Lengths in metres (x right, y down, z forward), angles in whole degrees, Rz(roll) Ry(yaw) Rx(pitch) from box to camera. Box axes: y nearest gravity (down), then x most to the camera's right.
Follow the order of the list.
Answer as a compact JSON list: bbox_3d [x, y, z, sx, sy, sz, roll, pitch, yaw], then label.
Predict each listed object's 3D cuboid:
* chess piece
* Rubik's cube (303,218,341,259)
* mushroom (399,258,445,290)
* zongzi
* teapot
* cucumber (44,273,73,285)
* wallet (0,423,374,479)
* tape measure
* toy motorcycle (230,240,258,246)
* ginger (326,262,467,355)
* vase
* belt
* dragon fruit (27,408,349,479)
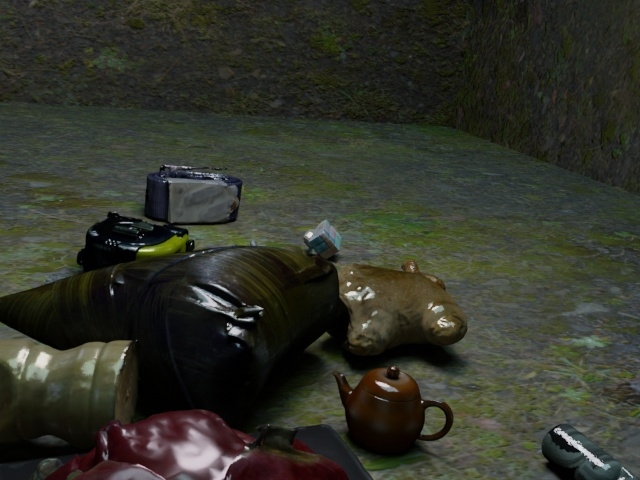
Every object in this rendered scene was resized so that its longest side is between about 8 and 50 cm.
[{"bbox_3d":[-0.372,0.174,0.970,0.301,0.137,0.137,5,18,-2],"label":"chess piece"},{"bbox_3d":[0.001,0.002,1.822,0.073,0.075,0.084,-33,6,20],"label":"Rubik's cube"},{"bbox_3d":[0.183,0.089,1.608,0.127,0.087,0.127,5,15,-1],"label":"mushroom"},{"bbox_3d":[-0.216,0.090,1.236,0.432,0.208,0.403,11,17,21],"label":"zongzi"},{"bbox_3d":[0.096,0.222,1.115,0.173,0.116,0.116,14,18,12],"label":"teapot"},{"bbox_3d":[-0.398,0.092,1.355,0.112,0.064,0.064,13,18,12],"label":"cucumber"},{"bbox_3d":[-0.128,0.290,0.876,0.406,0.062,0.228,1,19,-27],"label":"wallet"},{"bbox_3d":[-0.347,0.022,1.526,0.199,0.112,0.186,10,20,8],"label":"tape measure"},{"bbox_3d":[-0.170,0.065,1.488,0.173,0.108,0.307,11,15,24],"label":"toy motorcycle"},{"bbox_3d":[0.131,0.128,1.402,0.221,0.130,0.276,29,30,27],"label":"ginger"},{"bbox_3d":[0.372,0.313,1.047,0.060,0.060,0.211,0,20,-26],"label":"vase"},{"bbox_3d":[-0.300,-0.115,1.947,0.230,0.126,0.139,1,18,-28],"label":"belt"},{"bbox_3d":[-0.085,0.276,0.552,0.329,0.329,0.329,8,18,-3],"label":"dragon fruit"}]
